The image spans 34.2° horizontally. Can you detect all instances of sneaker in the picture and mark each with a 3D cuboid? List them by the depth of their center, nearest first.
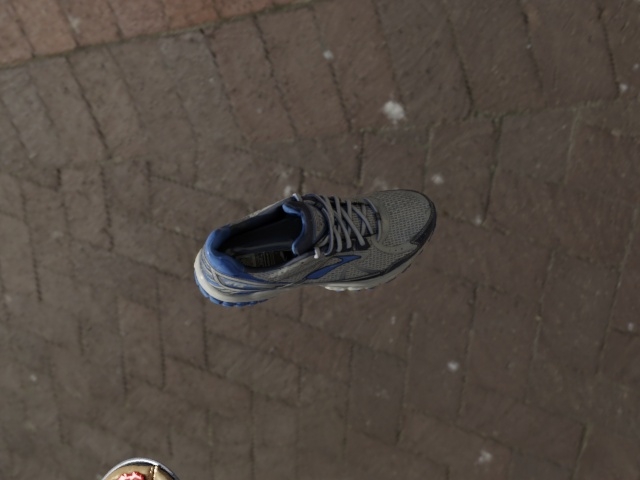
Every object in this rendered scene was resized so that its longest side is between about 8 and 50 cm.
[{"bbox_3d":[0.000,0.000,0.548,0.058,0.135,0.052,98,154,-68],"label":"sneaker"}]

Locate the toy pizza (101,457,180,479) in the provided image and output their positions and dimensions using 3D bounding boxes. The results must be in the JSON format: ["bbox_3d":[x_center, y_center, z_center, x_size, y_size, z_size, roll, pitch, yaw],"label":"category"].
[{"bbox_3d":[-0.211,0.345,1.165,0.201,0.032,0.201,-10,75,38],"label":"toy pizza"}]
